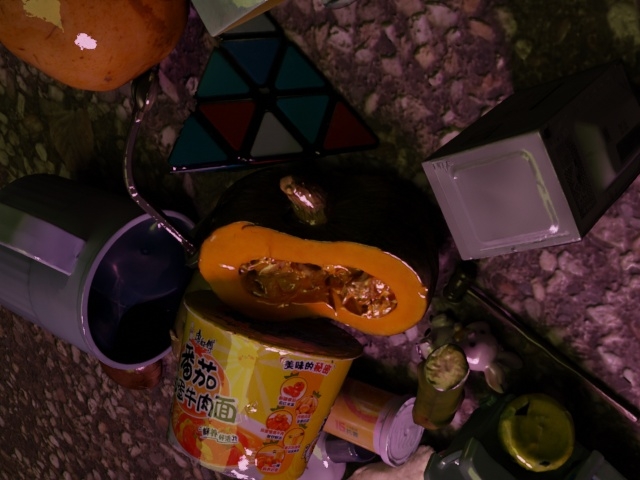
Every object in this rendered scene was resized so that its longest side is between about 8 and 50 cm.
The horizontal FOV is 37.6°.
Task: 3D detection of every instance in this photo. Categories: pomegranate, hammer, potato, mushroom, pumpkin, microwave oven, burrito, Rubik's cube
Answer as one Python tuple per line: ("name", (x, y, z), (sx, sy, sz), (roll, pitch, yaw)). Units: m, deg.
("pomegranate", (-0.310, -0.320, 1.236), (0.264, 0.264, 0.264), (22, 129, 29))
("hammer", (0.283, 0.134, 1.196), (0.292, 0.029, 0.058), (38, 137, 13))
("potato", (-0.177, 0.110, 1.500), (0.105, 0.085, 0.188), (11, 91, 7))
("mushroom", (-0.367, 0.215, 1.768), (0.135, 0.080, 0.171), (-10, 113, 33))
("pumpkin", (0.000, 0.000, 1.219), (0.317, 0.139, 0.222), (8, 128, 20))
("microwave oven", (0.231, -0.080, 0.962), (0.162, 0.208, 0.123), (-11, 109, 44))
("burrito", (0.134, 0.384, 1.453), (0.392, 0.076, 0.117), (-33, 80, 46))
("Rubik's cube", (-0.061, -0.216, 1.227), (0.249, 0.284, 0.234), (-6, 92, 16))

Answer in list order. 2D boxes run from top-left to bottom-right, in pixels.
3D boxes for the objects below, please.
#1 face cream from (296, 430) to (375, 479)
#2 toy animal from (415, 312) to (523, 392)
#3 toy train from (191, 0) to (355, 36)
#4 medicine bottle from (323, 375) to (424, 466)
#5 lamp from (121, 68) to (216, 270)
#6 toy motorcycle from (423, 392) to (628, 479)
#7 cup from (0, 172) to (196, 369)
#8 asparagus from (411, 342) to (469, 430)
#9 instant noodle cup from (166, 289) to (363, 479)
("face cream", (-0.024, 0.349, 1.561), (0.291, 0.071, 0.144), (-16, 96, 45))
("toy animal", (0.195, 0.145, 1.243), (0.124, 0.071, 0.085), (0, 116, 41))
("toy train", (-0.090, -0.414, 0.989), (0.160, 0.253, 0.397), (-18, 105, 44))
("medicine bottle", (-0.044, 0.229, 1.478), (0.425, 0.108, 0.108), (16, 126, 34))
("lamp", (-0.224, -0.114, 1.391), (0.124, 0.203, 0.283), (-29, 114, 3))
("toy motorcycle", (0.295, 0.356, 1.188), (0.326, 0.200, 0.191), (41, 157, 5))
("cup", (-0.404, 0.043, 1.511), (0.311, 0.331, 0.257), (18, 109, 35))
("asparagus", (0.155, 0.198, 1.230), (0.067, 0.060, 0.278), (14, 159, 11))
("instant noodle cup", (-0.091, 0.204, 1.315), (0.264, 0.264, 0.200), (21, 97, 29))
